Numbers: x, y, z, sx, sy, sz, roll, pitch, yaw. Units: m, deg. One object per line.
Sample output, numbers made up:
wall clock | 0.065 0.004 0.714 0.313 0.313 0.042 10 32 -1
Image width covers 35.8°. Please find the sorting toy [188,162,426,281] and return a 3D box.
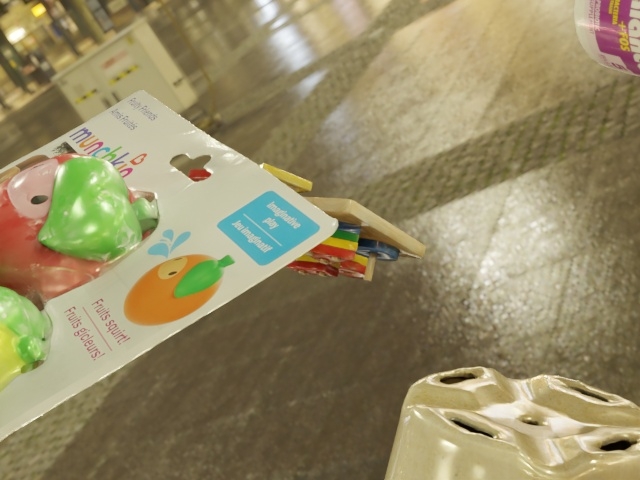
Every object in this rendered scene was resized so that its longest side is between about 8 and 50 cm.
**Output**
sorting toy | 0.000 0.000 0.891 0.132 0.274 0.046 4 75 37

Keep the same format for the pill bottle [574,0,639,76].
pill bottle | 0.424 -0.234 1.027 0.169 0.169 0.301 -38 35 -14

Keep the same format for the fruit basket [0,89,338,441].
fruit basket | -0.212 0.019 0.592 0.353 0.165 0.327 -36 34 -11

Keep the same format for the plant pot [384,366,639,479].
plant pot | 0.170 0.289 0.879 0.334 0.305 0.334 6 11 -1
